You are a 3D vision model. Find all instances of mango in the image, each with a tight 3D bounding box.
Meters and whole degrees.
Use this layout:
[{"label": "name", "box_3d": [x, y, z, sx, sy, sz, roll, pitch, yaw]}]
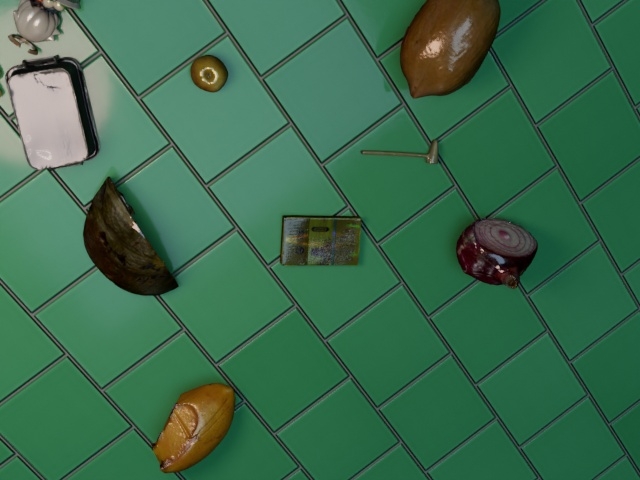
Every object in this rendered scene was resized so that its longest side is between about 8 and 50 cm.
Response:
[{"label": "mango", "box_3d": [-0.306, 0.448, 1.930, 0.154, 0.126, 0.252, 44, 84, -8]}]

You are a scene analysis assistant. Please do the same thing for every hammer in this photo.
[{"label": "hammer", "box_3d": [0.194, -0.220, 1.924, 0.195, 0.028, 0.060, 2, 98, -12]}]

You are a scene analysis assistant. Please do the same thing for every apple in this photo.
[{"label": "apple", "box_3d": [-0.246, -0.369, 1.756, 0.084, 0.071, 0.084, -3, 104, -12]}]

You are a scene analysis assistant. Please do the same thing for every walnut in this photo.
[{"label": "walnut", "box_3d": [0.284, -0.452, 1.795, 0.203, 0.203, 0.298, 35, 93, -19]}]

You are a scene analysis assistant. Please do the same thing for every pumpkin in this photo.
[{"label": "pumpkin", "box_3d": [-0.438, 0.028, 1.762, 0.148, 0.169, 0.312, -34, 109, -5]}]

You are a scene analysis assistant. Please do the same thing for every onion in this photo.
[{"label": "onion", "box_3d": [0.437, 0.054, 1.954, 0.195, 0.218, 0.140, 11, 129, -22]}]

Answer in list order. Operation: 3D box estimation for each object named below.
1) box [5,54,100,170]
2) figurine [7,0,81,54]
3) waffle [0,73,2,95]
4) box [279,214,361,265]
[{"label": "box", "box_3d": [-0.568, -0.263, 1.675, 0.163, 0.135, 0.243, -11, 106, -11]}, {"label": "figurine", "box_3d": [-0.584, -0.458, 1.636, 0.132, 0.132, 0.154, 30, 107, -18]}, {"label": "waffle", "box_3d": [-0.809, -0.361, 1.638, 0.291, 0.051, 0.291, -4, 106, -13]}, {"label": "box", "box_3d": [0.000, 0.000, 1.933, 0.193, 0.030, 0.121, 0, 104, -14]}]
